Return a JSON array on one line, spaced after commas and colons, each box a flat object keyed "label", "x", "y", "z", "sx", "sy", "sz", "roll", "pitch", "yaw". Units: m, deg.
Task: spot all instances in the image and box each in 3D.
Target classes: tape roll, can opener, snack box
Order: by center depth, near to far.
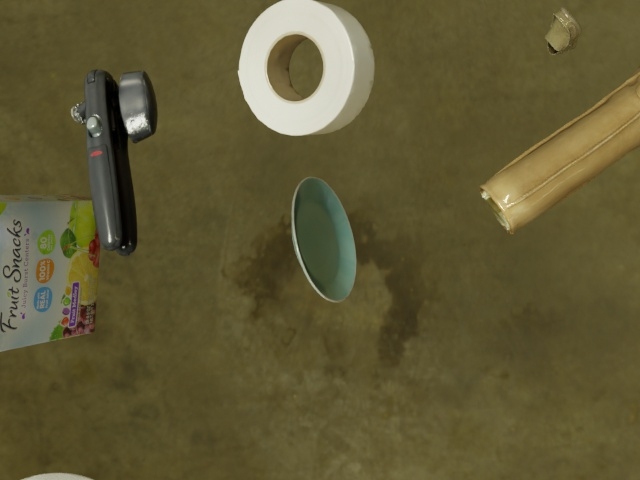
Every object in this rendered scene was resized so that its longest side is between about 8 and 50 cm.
[{"label": "can opener", "x": -0.194, "y": -0.077, "z": 0.766, "sx": 0.073, "sy": 0.186, "sz": 0.059, "roll": -13, "pitch": 158, "yaw": 24}, {"label": "snack box", "x": -0.356, "y": 0.035, "z": 0.964, "sx": 0.070, "sy": 0.207, "sz": 0.174, "roll": 10, "pitch": 99, "yaw": 31}, {"label": "tape roll", "x": -0.032, "y": -0.365, "z": 1.748, "sx": 0.286, "sy": 0.100, "sz": 0.286, "roll": 6, "pitch": 102, "yaw": 29}]

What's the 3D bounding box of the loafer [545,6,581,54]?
[{"label": "loafer", "x": 0.450, "y": -0.383, "z": 1.535, "sx": 0.050, "sy": 0.148, "sz": 0.056, "roll": -37, "pitch": 70, "yaw": 6}]

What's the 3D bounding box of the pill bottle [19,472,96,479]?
[{"label": "pill bottle", "x": -0.215, "y": 0.311, "z": 0.658, "sx": 0.153, "sy": 0.153, "sz": 0.264, "roll": 14, "pitch": 130, "yaw": -1}]

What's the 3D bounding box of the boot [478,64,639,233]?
[{"label": "boot", "x": 0.309, "y": -0.113, "z": 0.959, "sx": 0.270, "sy": 0.236, "sz": 0.089, "roll": -36, "pitch": 80, "yaw": 7}]

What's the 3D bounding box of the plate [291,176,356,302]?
[{"label": "plate", "x": 0.000, "y": 0.000, "z": 1.196, "sx": 0.024, "sy": 0.188, "sz": 0.188, "roll": -13, "pitch": 114, "yaw": 26}]
